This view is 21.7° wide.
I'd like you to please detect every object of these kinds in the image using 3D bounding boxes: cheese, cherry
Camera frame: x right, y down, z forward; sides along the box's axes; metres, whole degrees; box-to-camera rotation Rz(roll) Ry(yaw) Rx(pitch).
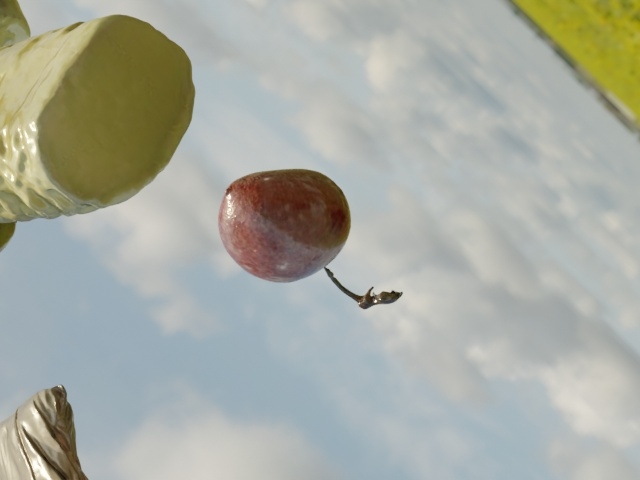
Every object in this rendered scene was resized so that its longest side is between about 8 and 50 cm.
[{"bbox_3d":[-0.159,-0.069,0.982,0.167,0.123,0.094,-4,130,54],"label":"cheese"},{"bbox_3d":[0.000,0.000,1.406,0.225,0.107,0.090,24,-146,-44],"label":"cherry"}]

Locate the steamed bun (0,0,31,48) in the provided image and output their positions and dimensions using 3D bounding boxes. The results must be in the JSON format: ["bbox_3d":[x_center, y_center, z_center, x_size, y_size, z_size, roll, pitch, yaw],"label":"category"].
[{"bbox_3d":[-0.400,-0.216,1.643,0.225,0.200,0.170,58,175,17],"label":"steamed bun"}]

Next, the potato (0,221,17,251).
[{"bbox_3d":[-0.415,-0.025,1.745,0.188,0.105,0.085,20,151,-11],"label":"potato"}]

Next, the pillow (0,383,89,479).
[{"bbox_3d":[-0.273,0.279,1.710,0.067,0.173,0.270,0,-125,-33],"label":"pillow"}]
